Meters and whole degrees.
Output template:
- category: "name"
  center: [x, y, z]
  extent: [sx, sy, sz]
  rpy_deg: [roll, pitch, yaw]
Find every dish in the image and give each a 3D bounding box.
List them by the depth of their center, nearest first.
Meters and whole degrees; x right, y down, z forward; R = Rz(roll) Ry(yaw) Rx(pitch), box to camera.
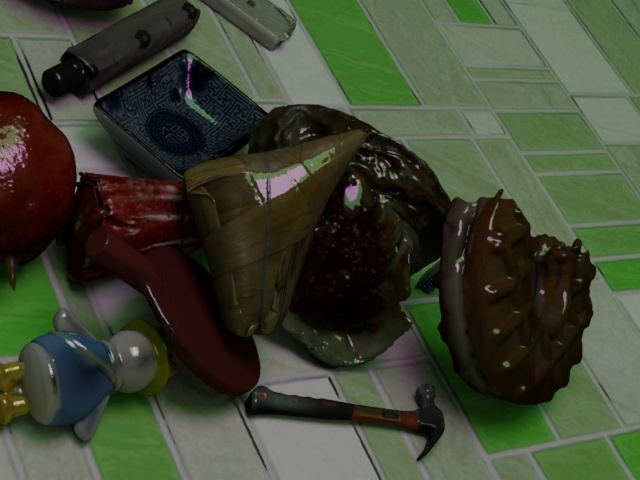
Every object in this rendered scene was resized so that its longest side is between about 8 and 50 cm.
- category: "dish"
  center: [-0.202, -0.158, 1.892]
  extent: [0.182, 0.080, 0.243]
  rpy_deg: [40, 38, 6]

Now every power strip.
- category: "power strip"
  center: [-0.127, -0.392, 2.210]
  extent: [0.192, 0.035, 0.081]
  rpy_deg: [36, 39, 2]

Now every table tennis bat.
- category: "table tennis bat"
  center: [-0.168, 0.076, 1.607]
  extent: [0.310, 0.038, 0.200]
  rpy_deg: [41, 22, -41]

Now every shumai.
- category: "shumai"
  center: [0.000, 0.000, 1.804]
  extent: [0.330, 0.292, 0.288]
  rpy_deg: [33, 74, 2]

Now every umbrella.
- category: "umbrella"
  center: [-0.295, -0.290, 1.969]
  extent: [0.073, 0.067, 0.337]
  rpy_deg: [29, 38, 14]

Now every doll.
- category: "doll"
  center: [-0.263, 0.151, 1.532]
  extent: [0.241, 0.099, 0.135]
  rpy_deg: [-11, 58, -44]

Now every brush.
- category: "brush"
  center: [0.205, 0.018, 1.919]
  extent: [0.030, 0.178, 0.033]
  rpy_deg: [48, 34, 4]

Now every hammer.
- category: "hammer"
  center: [0.037, 0.222, 1.716]
  extent: [0.287, 0.033, 0.111]
  rpy_deg: [11, 44, -25]

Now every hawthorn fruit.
- category: "hawthorn fruit"
  center: [-0.390, -0.061, 1.598]
  extent: [0.189, 0.189, 0.251]
  rpy_deg: [3, 58, -32]

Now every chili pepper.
- category: "chili pepper"
  center: [-0.214, -0.017, 1.705]
  extent: [0.252, 0.144, 0.136]
  rpy_deg: [-3, 14, -42]

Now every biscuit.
- category: "biscuit"
  center: [0.273, 0.093, 1.838]
  extent: [0.366, 0.115, 0.268]
  rpy_deg: [22, 73, -53]

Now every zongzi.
- category: "zongzi"
  center: [-0.027, -0.012, 1.657]
  extent: [0.256, 0.115, 0.228]
  rpy_deg: [-15, 88, -13]

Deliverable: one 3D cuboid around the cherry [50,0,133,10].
- category: "cherry"
  center: [-0.378, -0.455, 1.990]
  extent: [0.266, 0.183, 0.213]
  rpy_deg: [43, 47, -14]
